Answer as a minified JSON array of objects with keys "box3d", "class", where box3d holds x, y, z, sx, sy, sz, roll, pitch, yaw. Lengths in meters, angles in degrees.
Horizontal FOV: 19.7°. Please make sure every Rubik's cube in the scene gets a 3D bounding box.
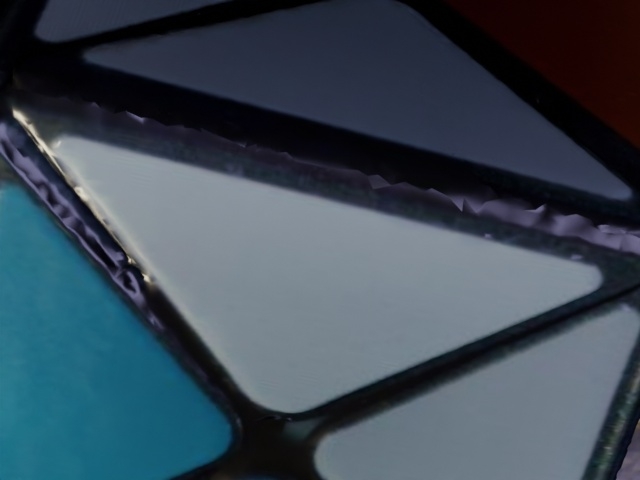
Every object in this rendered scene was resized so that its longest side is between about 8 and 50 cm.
[{"box3d":[0.000,0.000,0.722,0.248,0.250,0.246,12,126,1],"class":"Rubik's cube"}]
